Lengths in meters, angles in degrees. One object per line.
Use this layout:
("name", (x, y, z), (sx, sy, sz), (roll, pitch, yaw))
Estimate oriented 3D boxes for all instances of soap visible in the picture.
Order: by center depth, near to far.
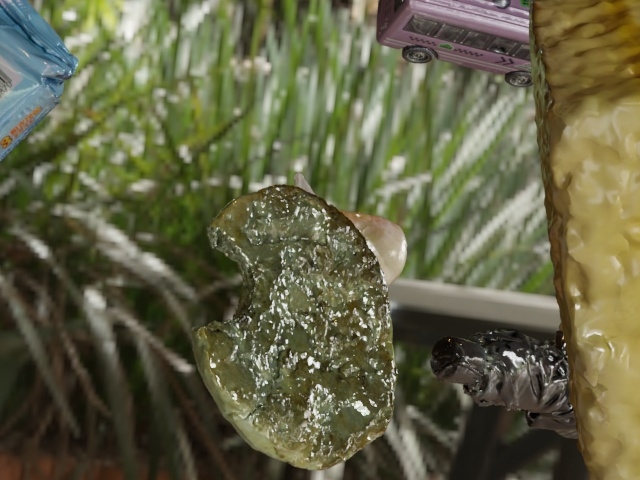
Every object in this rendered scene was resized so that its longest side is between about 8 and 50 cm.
("soap", (-0.388, -0.127, 1.578), (0.156, 0.293, 0.077), (46, 2, 7))

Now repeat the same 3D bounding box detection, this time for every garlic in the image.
("garlic", (0.004, 0.006, 1.544), (0.175, 0.124, 0.099), (-5, -21, -18))

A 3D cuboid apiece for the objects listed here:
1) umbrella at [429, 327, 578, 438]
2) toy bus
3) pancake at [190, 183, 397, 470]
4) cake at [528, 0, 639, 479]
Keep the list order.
("umbrella", (0.251, 0.158, 1.865), (0.337, 0.128, 0.154), (11, -21, -29))
("toy bus", (0.161, -0.225, 1.539), (0.199, 0.096, 0.108), (11, -21, -15))
("pancake", (-0.017, 0.078, 1.358), (0.037, 0.253, 0.254), (-16, -15, 41))
("cake", (0.253, -0.020, 0.756), (0.286, 0.222, 0.227), (-7, 26, 8))
